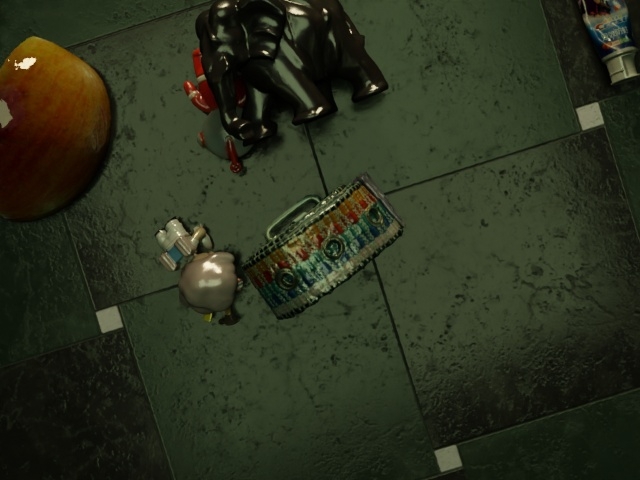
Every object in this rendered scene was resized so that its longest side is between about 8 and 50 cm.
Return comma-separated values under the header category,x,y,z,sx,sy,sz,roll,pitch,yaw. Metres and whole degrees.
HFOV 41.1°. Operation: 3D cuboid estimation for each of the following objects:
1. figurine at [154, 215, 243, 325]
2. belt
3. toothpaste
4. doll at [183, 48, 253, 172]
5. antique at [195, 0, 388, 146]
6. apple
category,x,y,z,sx,sy,sz,roll,pitch,yaw
figurine,-0.225,0.057,1.595,0.137,0.112,0.229,-40,80,7
belt,0.000,0.000,1.536,0.295,0.207,0.160,-37,93,0
toothpaste,0.530,-0.423,1.595,0.096,0.061,0.266,-17,85,3
doll,-0.176,-0.246,1.600,0.142,0.076,0.245,-12,87,2
antique,-0.066,-0.328,1.527,0.322,0.185,0.255,-27,100,-26
apple,-0.520,-0.190,1.570,0.254,0.179,0.346,17,93,-37
